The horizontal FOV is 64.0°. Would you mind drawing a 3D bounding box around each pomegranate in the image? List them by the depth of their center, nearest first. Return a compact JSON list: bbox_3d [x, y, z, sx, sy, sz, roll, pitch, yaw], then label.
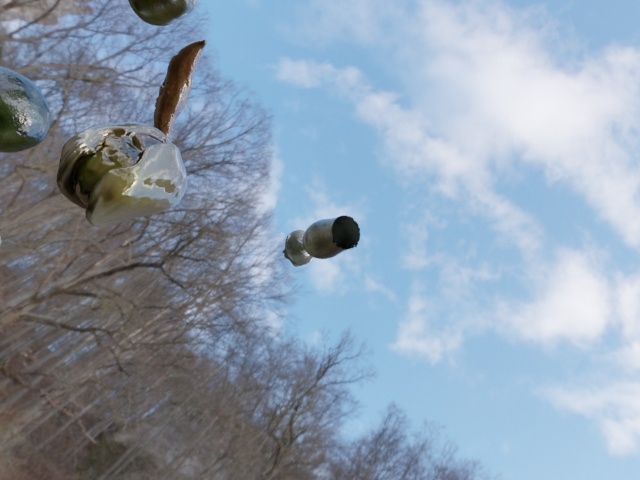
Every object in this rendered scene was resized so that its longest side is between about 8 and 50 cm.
[{"bbox_3d":[-0.354,-0.554,1.080,0.151,0.131,0.191,-19,-36,15],"label":"pomegranate"}]

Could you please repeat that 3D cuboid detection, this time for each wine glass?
[{"bbox_3d":[0.000,0.000,1.264,0.103,0.103,0.222,57,-33,-9],"label":"wine glass"}]

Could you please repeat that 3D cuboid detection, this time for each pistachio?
[{"bbox_3d":[-0.353,-0.116,0.929,0.166,0.288,0.197,40,-71,8],"label":"pistachio"}]

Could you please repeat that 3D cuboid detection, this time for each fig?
[{"bbox_3d":[-0.687,-0.283,1.058,0.195,0.245,0.196,-1,-100,4],"label":"fig"}]

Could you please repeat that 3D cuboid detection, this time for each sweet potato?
[{"bbox_3d":[-0.458,-0.477,1.620,0.106,0.095,0.355,34,-77,34],"label":"sweet potato"}]
